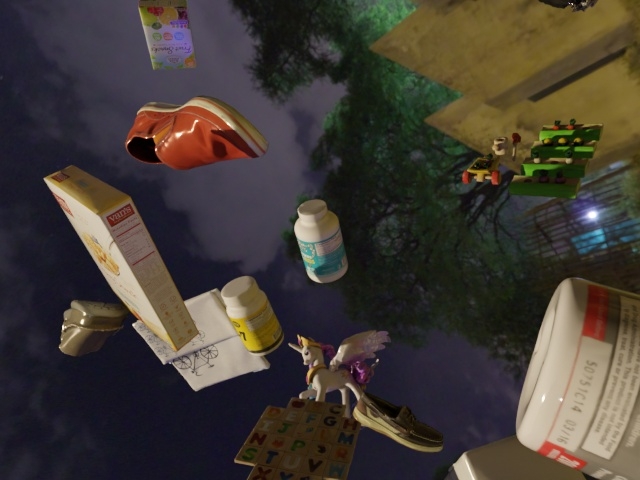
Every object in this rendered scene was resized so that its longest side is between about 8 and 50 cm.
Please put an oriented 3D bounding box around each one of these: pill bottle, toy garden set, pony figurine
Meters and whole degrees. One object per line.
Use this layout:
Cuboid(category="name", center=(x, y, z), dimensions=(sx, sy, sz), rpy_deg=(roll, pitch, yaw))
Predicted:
Cuboid(category="pill bottle", center=(0.000, 0.000, 1.378), dimensions=(0.146, 0.146, 0.264), rpy_deg=(-58, -36, -45))
Cuboid(category="toy garden set", center=(0.414, -0.177, 0.826), dimensions=(0.244, 0.203, 0.049), rpy_deg=(-48, -49, -34))
Cuboid(category="pony figurine", center=(0.074, 0.479, 1.480), dimensions=(0.350, 0.303, 0.364), rpy_deg=(-2, -136, -9))
Cuboid(category="pill bottle", center=(-0.192, 0.211, 1.183), dimensions=(0.119, 0.119, 0.209), rpy_deg=(-52, -50, -46))
Cuboid(category="pill bottle", center=(0.324, 0.145, 0.331), dimensions=(0.161, 0.283, 0.161), rpy_deg=(-41, -40, -47))

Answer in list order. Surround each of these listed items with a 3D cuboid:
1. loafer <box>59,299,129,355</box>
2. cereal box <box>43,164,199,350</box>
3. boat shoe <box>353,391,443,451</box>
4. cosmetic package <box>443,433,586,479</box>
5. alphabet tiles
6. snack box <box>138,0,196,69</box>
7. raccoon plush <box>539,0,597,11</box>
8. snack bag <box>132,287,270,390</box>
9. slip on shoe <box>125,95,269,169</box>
Cuboid(category="loafer", center=(-0.401, 0.159, 0.740), dimensions=(0.094, 0.251, 0.088), rpy_deg=(12, -111, -32))
Cuboid(category="cereal box", center=(-0.268, 0.027, 0.576), dimensions=(0.047, 0.173, 0.240), rpy_deg=(-40, -45, -32))
Cuboid(category="boat shoe", center=(0.130, 0.296, 0.688), dimensions=(0.056, 0.152, 0.049), rpy_deg=(-26, -48, -78))
Cuboid(category="cosmetic package", center=(0.323, 0.481, 0.558), dimensions=(0.217, 0.156, 0.385), rpy_deg=(84, 170, -52))
Cuboid(category="alphabet tiles", center=(-0.049, 0.530, 1.119), dimensions=(0.342, 0.285, 0.011), rpy_deg=(-41, -48, -70))
Cuboid(category="snack box", center=(-0.343, -0.464, 0.953), dimensions=(0.100, 0.141, 0.037), rpy_deg=(-7, -126, -12))
Cuboid(category="raccoon plush", center=(0.349, -0.491, 0.484), dimensions=(0.216, 0.299, 0.446), rpy_deg=(-41, -84, -4))
Cuboid(category="snack bag", center=(-0.377, 0.338, 1.346), dimensions=(0.343, 0.323, 0.037), rpy_deg=(61, -163, -22))
Cuboid(category="slip on shoe", center=(-0.208, -0.159, 0.677), dimensions=(0.123, 0.331, 0.101), rpy_deg=(43, -112, -48))
